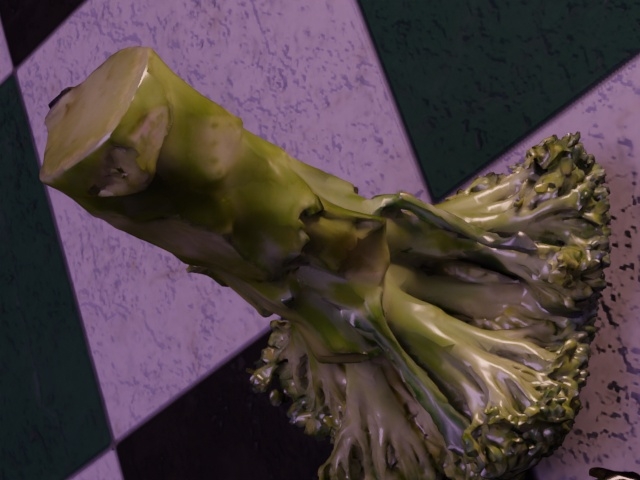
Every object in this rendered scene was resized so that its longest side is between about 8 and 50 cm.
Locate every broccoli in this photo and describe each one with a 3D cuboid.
[{"bbox_3d":[0.017,0.002,1.011,0.252,0.361,0.221,1,65,26],"label":"broccoli"}]

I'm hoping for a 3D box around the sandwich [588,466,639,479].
[{"bbox_3d":[0.205,0.238,0.898,0.292,0.212,0.109,24,115,30],"label":"sandwich"}]
